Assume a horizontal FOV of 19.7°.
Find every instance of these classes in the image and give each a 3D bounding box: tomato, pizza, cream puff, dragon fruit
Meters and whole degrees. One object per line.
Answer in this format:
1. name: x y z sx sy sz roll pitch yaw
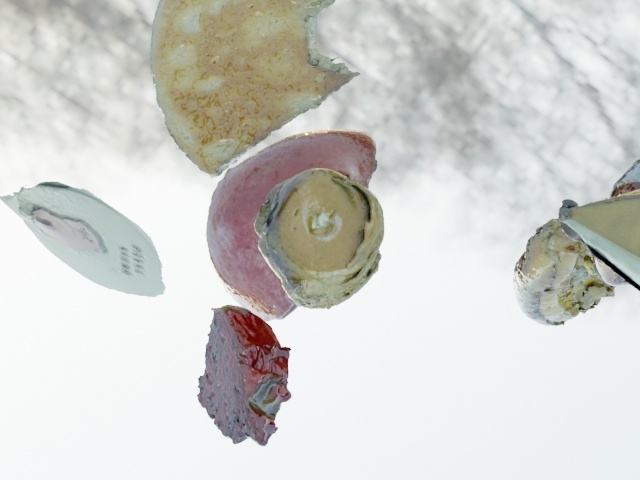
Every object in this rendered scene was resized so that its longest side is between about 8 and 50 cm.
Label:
1. tomato: -0.061 -0.045 2.547 0.309 0.170 0.309 -59 -166 25
2. pizza: 0.330 0.020 2.099 0.074 0.287 0.251 63 -26 19
3. cream puff: 0.000 0.000 1.737 0.104 0.119 0.133 138 -54 -78
4. dragon fruit: -0.052 0.122 1.608 0.131 0.063 0.097 44 -55 54
5. pizza: -0.061 -0.168 1.623 0.262 0.181 0.034 -21 -178 43

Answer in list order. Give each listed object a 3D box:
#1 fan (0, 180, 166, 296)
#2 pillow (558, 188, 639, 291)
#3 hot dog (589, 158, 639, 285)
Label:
1. fan: -0.294 -0.027 1.874 0.010 0.310 0.182 -58 164 -30
2. pillow: 0.396 0.030 1.467 0.312 0.310 0.119 39 -58 43
3. hot dog: 0.328 -0.014 1.834 0.191 0.108 0.059 94 0 -54
